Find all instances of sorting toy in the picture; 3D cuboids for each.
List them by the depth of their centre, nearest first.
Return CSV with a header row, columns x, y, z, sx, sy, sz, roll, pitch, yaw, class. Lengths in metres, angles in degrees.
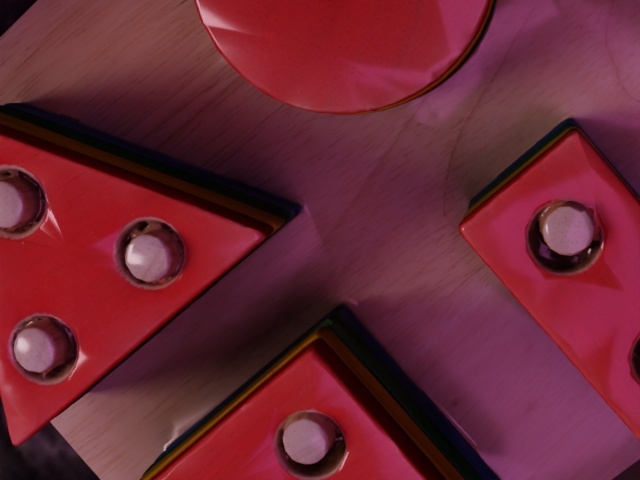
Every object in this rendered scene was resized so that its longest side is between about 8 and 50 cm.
x,y,z,sx,sy,sz,roll,pitch,yaw,class
0.000,0.000,0.383,0.257,0.089,0.255,-40,91,14,sorting toy

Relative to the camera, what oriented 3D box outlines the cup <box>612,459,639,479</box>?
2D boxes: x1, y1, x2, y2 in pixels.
x,y,z,sx,sy,sz,roll,pitch,yaw,class
0.124,0.258,0.477,0.331,0.237,0.331,-3,111,-8,cup
